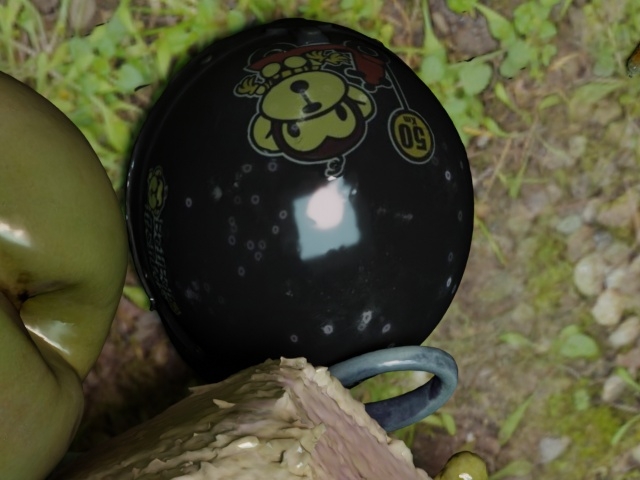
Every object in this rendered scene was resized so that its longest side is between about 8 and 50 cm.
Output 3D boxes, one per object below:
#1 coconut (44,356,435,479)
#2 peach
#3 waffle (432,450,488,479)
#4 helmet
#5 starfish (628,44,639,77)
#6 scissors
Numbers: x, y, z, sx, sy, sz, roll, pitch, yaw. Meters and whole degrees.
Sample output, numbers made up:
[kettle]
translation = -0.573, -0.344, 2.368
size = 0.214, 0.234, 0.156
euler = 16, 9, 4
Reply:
[coconut]
translation = -0.072, 0.306, 1.117
size = 0.405, 0.404, 0.404
euler = -5, 107, -17
[peach]
translation = -0.258, 0.030, 1.123
size = 0.292, 0.292, 0.247
euler = -57, 149, 3
[waffle]
translation = 0.058, 0.284, 1.375
size = 0.307, 0.060, 0.312
euler = -32, 123, 12
[helmet]
translation = 0.000, 0.000, 1.256
size = 0.231, 0.160, 0.278
euler = -8, 107, -18
[starfish]
translation = 0.306, -0.265, 1.333
size = 0.358, 0.078, 0.347
euler = 16, 103, -22
[scissors]
translation = -0.103, 0.158, 1.290
size = 0.383, 0.029, 0.256
euler = -7, 147, -6
